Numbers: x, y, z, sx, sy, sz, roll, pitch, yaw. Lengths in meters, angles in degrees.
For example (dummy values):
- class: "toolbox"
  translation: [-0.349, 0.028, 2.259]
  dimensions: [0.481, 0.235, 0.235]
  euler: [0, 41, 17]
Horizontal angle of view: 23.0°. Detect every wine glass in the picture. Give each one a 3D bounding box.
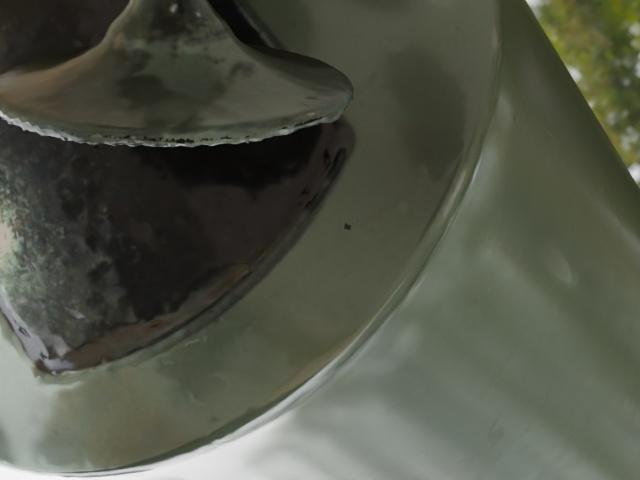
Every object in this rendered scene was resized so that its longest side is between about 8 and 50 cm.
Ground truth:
- class: "wine glass"
  translation: [-0.039, -0.147, 0.396]
  dimensions: [0.103, 0.231, 0.103]
  euler: [2, -161, -1]

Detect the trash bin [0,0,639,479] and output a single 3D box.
- class: "trash bin"
  translation: [0.000, 0.000, 0.687]
  dimensions: [0.432, 0.280, 0.280]
  euler: [38, -162, -54]
